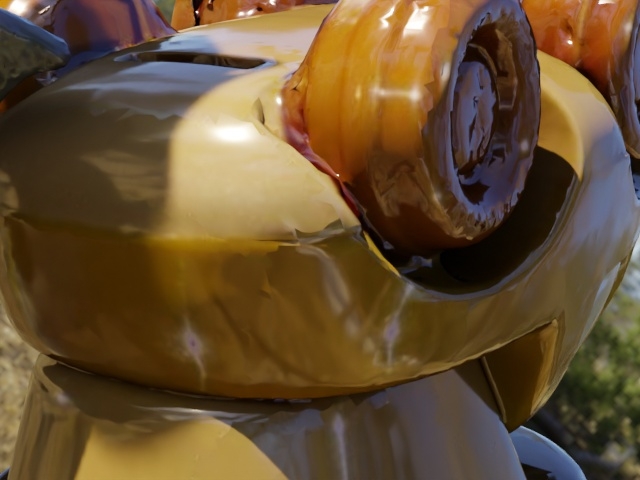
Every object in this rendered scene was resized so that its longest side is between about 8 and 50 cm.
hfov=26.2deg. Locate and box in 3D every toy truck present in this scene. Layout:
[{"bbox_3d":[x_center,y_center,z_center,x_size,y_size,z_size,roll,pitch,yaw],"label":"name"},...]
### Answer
[{"bbox_3d":[0.000,0.000,0.488,0.204,0.211,0.288,8,16,31],"label":"toy truck"}]

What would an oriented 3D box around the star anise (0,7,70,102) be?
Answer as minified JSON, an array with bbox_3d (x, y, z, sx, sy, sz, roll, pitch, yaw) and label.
[{"bbox_3d":[-0.220,-0.087,0.421,0.315,0.315,0.108,48,-27,30],"label":"star anise"}]
